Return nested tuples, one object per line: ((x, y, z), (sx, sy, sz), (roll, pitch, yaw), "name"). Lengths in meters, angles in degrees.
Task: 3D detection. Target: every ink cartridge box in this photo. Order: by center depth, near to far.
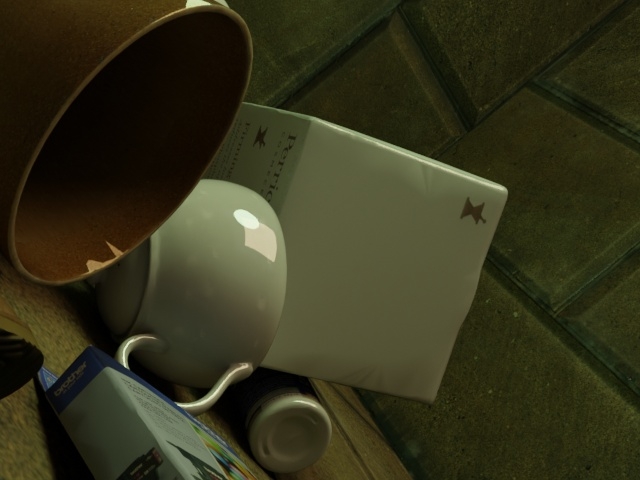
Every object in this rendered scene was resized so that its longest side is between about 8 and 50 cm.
((-0.094, 0.186, 0.643), (0.311, 0.065, 0.186), (29, -14, 50), "ink cartridge box")

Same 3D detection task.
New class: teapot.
((-0.165, 0.047, 0.951), (0.187, 0.253, 0.256), (8, -1, -31), "teapot")

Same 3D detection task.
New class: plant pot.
((-0.223, -0.134, 0.639), (0.254, 0.237, 0.237), (36, -3, 13), "plant pot")

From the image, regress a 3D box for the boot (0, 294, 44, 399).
((-0.298, -0.033, 0.528), (0.269, 0.089, 0.236), (51, -10, 24), "boot")

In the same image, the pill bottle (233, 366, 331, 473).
((-0.061, 0.225, 1.195), (0.112, 0.112, 0.187), (51, 0, -26), "pill bottle")

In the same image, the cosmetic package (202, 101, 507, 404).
((0.000, 0.000, 1.291), (0.327, 0.330, 0.393), (17, 4, -26), "cosmetic package")

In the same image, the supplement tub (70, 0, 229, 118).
((-0.276, -0.198, 0.893), (0.331, 0.241, 0.241), (25, -9, 20), "supplement tub")
